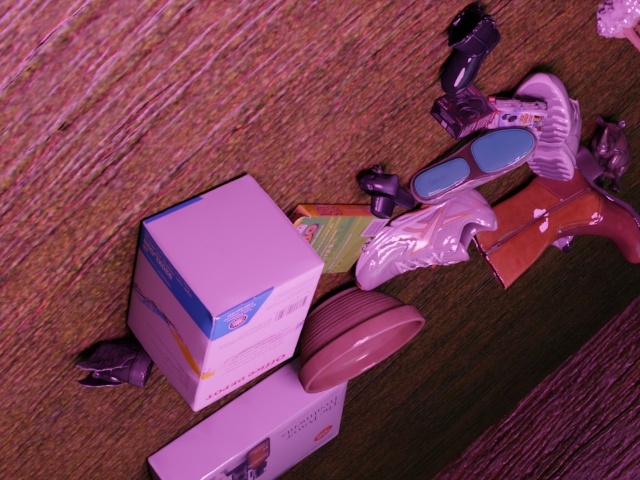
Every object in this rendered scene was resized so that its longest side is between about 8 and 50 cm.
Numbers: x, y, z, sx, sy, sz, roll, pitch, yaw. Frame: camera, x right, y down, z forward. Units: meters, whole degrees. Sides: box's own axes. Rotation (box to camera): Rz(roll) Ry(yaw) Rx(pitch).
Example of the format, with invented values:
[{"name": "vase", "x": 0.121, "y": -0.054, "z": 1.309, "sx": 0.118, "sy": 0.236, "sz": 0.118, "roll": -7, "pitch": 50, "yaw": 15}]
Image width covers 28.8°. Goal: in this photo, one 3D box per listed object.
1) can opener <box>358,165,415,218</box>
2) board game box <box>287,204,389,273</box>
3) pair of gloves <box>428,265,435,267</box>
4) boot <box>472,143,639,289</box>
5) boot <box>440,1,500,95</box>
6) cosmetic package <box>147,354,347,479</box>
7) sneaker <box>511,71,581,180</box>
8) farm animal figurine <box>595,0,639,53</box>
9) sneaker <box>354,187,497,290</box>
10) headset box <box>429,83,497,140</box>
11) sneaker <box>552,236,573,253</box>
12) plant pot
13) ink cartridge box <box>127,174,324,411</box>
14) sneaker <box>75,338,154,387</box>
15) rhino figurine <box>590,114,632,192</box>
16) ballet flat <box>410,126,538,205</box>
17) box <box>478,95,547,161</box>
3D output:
[{"name": "can opener", "x": 0.099, "y": -0.069, "z": 1.879, "sx": 0.186, "sy": 0.059, "sz": 0.073, "roll": 9, "pitch": 100, "yaw": -74}, {"name": "board game box", "x": 0.000, "y": 0.000, "z": 1.868, "sx": 0.124, "sy": 0.039, "sz": 0.259, "roll": -52, "pitch": 158, "yaw": 23}, {"name": "pair of gloves", "x": 0.221, "y": 0.020, "z": 2.295, "sx": 0.083, "sy": 0.010, "sz": 0.074, "roll": -43, "pitch": 159, "yaw": 13}, {"name": "boot", "x": 0.443, "y": -0.002, "z": 2.300, "sx": 0.280, "sy": 0.264, "sz": 0.096, "roll": -37, "pitch": -169, "yaw": -13}, {"name": "boot", "x": 0.195, "y": -0.259, "z": 1.689, "sx": 0.121, "sy": 0.045, "sz": 0.099, "roll": -52, "pitch": 159, "yaw": 7}, {"name": "cosmetic package", "x": -0.129, "y": 0.376, "z": 2.282, "sx": 0.377, "sy": 0.097, "sz": 0.284, "roll": -33, "pitch": 159, "yaw": -19}, {"name": "sneaker", "x": 0.373, "y": -0.208, "z": 2.047, "sx": 0.281, "sy": 0.105, "sz": 0.115, "roll": 61, "pitch": 44, "yaw": -63}, {"name": "farm animal figurine", "x": 0.535, "y": -0.456, "z": 1.740, "sx": 0.330, "sy": 0.172, "sz": 0.327, "roll": -38, "pitch": 171, "yaw": -28}, {"name": "sneaker", "x": 0.176, "y": 0.008, "z": 2.053, "sx": 0.262, "sy": 0.121, "sz": 0.099, "roll": -39, "pitch": 158, "yaw": -2}, {"name": "headset box", "x": 0.213, "y": -0.190, "z": 1.822, "sx": 0.083, "sy": 0.062, "sz": 0.032, "roll": -28, "pitch": 155, "yaw": -28}, {"name": "sneaker", "x": 0.413, "y": -0.016, "z": 2.376, "sx": 0.229, "sy": 0.132, "sz": 0.086, "roll": -31, "pitch": 157, "yaw": -23}, {"name": "plant pot", "x": 0.050, "y": 0.153, "z": 2.111, "sx": 0.237, "sy": 0.110, "sz": 0.237, "roll": -29, "pitch": 163, "yaw": -10}, {"name": "ink cartridge box", "x": -0.129, "y": 0.070, "z": 1.611, "sx": 0.171, "sy": 0.168, "sz": 0.232, "roll": -27, "pitch": 154, "yaw": -30}, {"name": "sneaker", "x": -0.270, "y": 0.156, "z": 1.694, "sx": 0.170, "sy": 0.089, "sz": 0.051, "roll": -76, "pitch": 176, "yaw": -69}, {"name": "rhino figurine", "x": 0.549, "y": -0.172, "z": 2.373, "sx": 0.106, "sy": 0.073, "sz": 0.243, "roll": -68, "pitch": 159, "yaw": -9}, {"name": "ballet flat", "x": 0.242, "y": -0.117, "z": 1.961, "sx": 0.213, "sy": 0.072, "sz": 0.068, "roll": -24, "pitch": 165, "yaw": 10}, {"name": "box", "x": 0.300, "y": -0.175, "z": 1.967, "sx": 0.094, "sy": 0.027, "sz": 0.137, "roll": 5, "pitch": 151, "yaw": 1}]
